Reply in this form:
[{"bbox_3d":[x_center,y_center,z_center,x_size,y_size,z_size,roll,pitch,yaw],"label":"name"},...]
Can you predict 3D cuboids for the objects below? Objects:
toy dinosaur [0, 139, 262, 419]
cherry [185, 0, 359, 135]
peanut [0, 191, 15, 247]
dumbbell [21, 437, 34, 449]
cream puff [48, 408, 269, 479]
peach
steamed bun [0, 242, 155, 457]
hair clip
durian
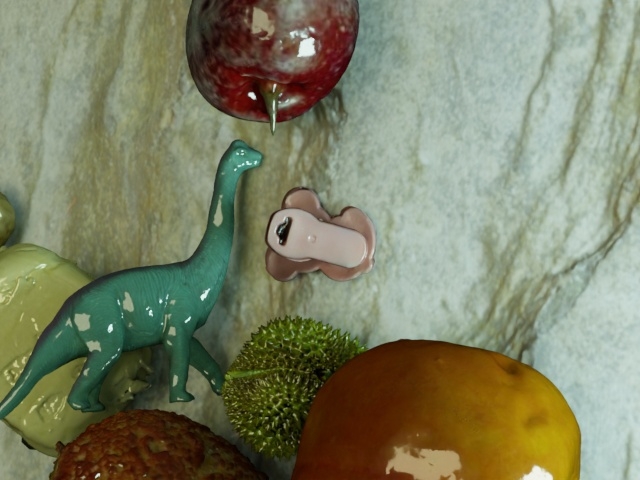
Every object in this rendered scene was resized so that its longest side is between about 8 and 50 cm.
[{"bbox_3d":[-0.245,0.045,1.850,0.129,0.383,0.331,151,113,-72],"label":"toy dinosaur"},{"bbox_3d":[-0.062,-0.275,1.804,0.230,0.203,0.300,127,139,-57],"label":"cherry"},{"bbox_3d":[-0.545,-0.004,2.127,0.236,0.120,0.110,-26,110,21],"label":"peanut"},{"bbox_3d":[-0.373,0.269,2.037,0.083,0.040,0.036,-2,52,31],"label":"dumbbell"},{"bbox_3d":[-0.167,0.341,1.734,0.229,0.350,0.350,-28,70,16],"label":"cream puff"},{"bbox_3d":[0.116,0.274,1.571,0.302,0.343,0.342,8,89,15],"label":"peach"},{"bbox_3d":[-0.361,0.144,1.958,0.273,0.166,0.232,39,84,-3],"label":"steamed bun"},{"bbox_3d":[0.001,0.000,1.843,0.138,0.102,0.123,11,92,0],"label":"hair clip"},{"bbox_3d":[-0.024,0.171,1.776,0.198,0.146,0.159,-39,50,16],"label":"durian"}]
